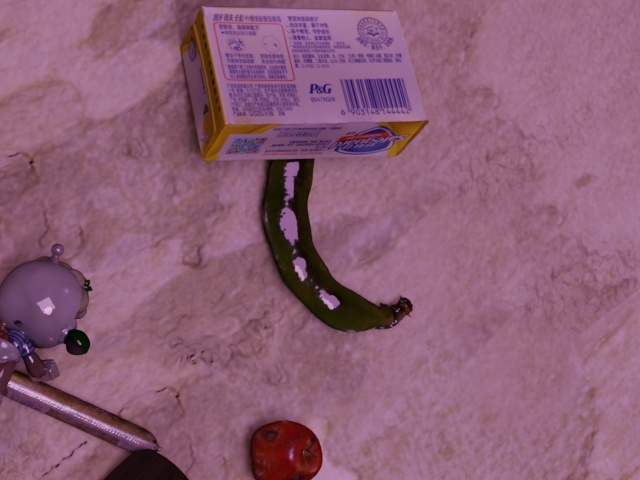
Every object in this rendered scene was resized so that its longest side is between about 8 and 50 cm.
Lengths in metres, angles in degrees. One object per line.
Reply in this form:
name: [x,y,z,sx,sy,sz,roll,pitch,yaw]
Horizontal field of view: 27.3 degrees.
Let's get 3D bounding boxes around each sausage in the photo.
sausage: [-0.295,0.184,1.480,0.269,0.033,0.033,28,74,-18]

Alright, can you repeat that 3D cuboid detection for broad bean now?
broad bean: [0.000,0.000,1.624,0.144,0.049,0.292,-35,99,-31]

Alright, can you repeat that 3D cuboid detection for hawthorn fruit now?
hawthorn fruit: [-0.039,0.253,1.553,0.093,0.093,0.093,3,83,-23]

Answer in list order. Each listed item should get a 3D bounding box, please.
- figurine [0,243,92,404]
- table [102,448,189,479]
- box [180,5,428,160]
figurine: [-0.321,0.099,1.436,0.147,0.093,0.197,19,68,17]
table: [-0.146,0.434,1.402,0.249,0.317,0.317,47,68,-28]
box: [-0.020,-0.187,1.580,0.265,0.097,0.168,-4,66,-25]
